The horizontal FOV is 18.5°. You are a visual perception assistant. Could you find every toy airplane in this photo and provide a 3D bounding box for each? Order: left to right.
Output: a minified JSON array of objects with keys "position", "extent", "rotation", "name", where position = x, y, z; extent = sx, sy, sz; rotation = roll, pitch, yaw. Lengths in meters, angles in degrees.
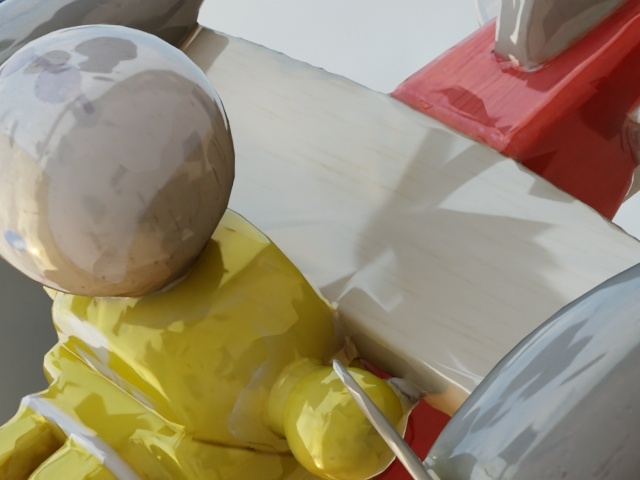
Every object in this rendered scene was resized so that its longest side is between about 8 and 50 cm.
[{"position":[0.000,0.000,0.682],"extent":[0.272,0.386,0.384],"rotation":[40,-140,-43],"name":"toy airplane"}]

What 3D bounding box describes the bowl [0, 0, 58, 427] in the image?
[{"position":[-0.181,0.034,1.192],"extent":[0.077,0.391,0.391],"rotation":[-15,-49,-65],"name":"bowl"}]
